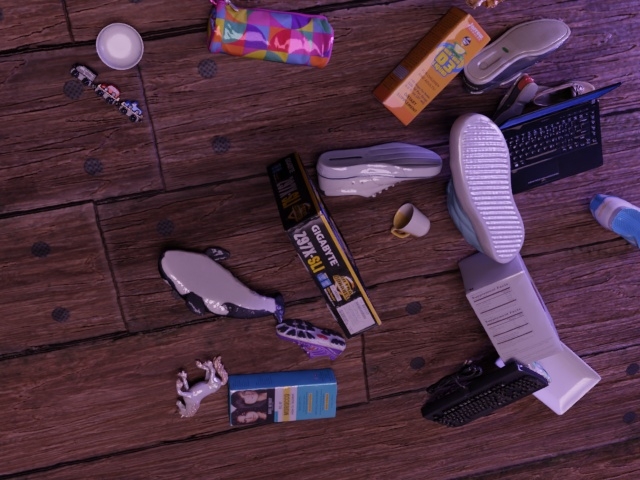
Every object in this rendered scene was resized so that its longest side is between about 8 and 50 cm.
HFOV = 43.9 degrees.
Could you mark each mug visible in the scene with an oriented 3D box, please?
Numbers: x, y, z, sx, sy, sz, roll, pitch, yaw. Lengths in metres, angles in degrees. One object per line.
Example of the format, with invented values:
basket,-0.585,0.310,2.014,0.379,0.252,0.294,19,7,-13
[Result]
mug,0.195,-0.038,1.697,0.064,0.078,0.062,27,74,-31

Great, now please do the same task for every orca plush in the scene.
orca plush,-0.217,0.101,1.675,0.287,0.102,0.151,11,67,-27

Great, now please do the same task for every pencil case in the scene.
pencil case,-0.095,-0.377,1.449,0.237,0.104,0.104,6,113,-16

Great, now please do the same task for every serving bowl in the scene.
serving bowl,-0.364,-0.355,1.442,0.083,0.027,0.083,-5,116,-10

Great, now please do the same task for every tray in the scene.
tray,0.554,0.312,1.942,0.270,0.030,0.145,39,102,-24

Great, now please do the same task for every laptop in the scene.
laptop,0.479,-0.196,1.603,0.234,0.136,0.264,-18,125,1

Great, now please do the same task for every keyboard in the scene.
keyboard,0.352,0.355,1.838,0.202,0.033,0.317,28,135,-23

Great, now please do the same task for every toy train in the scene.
toy train,-0.392,-0.275,1.476,0.158,0.027,0.036,38,92,-24

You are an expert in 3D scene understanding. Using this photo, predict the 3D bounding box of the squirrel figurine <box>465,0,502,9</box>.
squirrel figurine,0.351,-0.582,1.371,0.397,0.281,0.370,-41,128,5

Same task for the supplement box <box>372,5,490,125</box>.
supplement box,0.214,-0.339,1.541,0.078,0.080,0.233,38,100,-27

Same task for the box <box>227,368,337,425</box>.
box,-0.088,0.357,1.815,0.244,0.060,0.100,-3,115,-11

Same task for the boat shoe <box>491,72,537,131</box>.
boat shoe,0.388,-0.278,1.622,0.049,0.043,0.137,6,133,-35

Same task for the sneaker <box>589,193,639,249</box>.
sneaker,0.690,-0.046,1.775,0.229,0.092,0.087,23,107,-41

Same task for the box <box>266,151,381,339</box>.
box,0.000,0.000,1.519,0.079,0.322,0.257,-29,116,4

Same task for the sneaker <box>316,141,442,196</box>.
sneaker,0.117,-0.138,1.619,0.258,0.094,0.091,-2,133,-6

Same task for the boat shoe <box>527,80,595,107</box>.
boat shoe,0.497,-0.297,1.634,0.153,0.048,0.056,-2,115,-10

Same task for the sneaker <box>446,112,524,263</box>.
sneaker,0.300,-0.107,1.615,0.135,0.150,0.365,-39,130,-22

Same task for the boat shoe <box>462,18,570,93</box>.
boat shoe,0.386,-0.366,1.576,0.233,0.084,0.079,-29,155,-5

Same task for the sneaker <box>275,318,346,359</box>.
sneaker,-0.026,0.230,1.766,0.170,0.068,0.071,21,115,-21

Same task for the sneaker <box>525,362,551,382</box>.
sneaker,0.501,0.324,1.902,0.098,0.038,0.069,42,103,-15

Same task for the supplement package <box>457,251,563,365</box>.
supplement package,0.421,0.145,1.763,0.134,0.139,0.244,-25,119,15

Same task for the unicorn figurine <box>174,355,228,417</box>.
unicorn figurine,-0.278,0.331,1.764,0.162,0.060,0.111,-24,114,2
